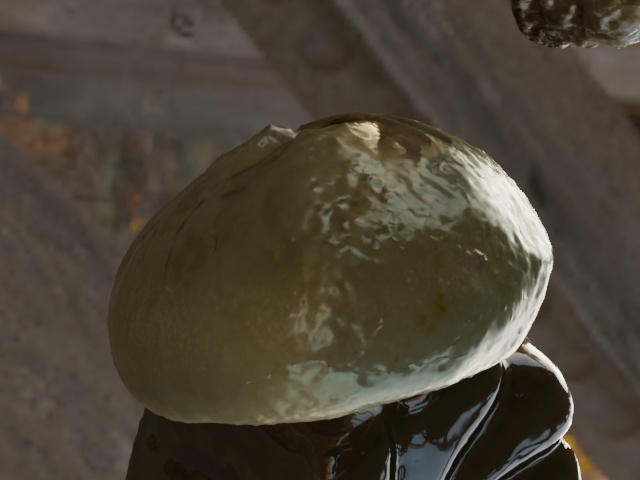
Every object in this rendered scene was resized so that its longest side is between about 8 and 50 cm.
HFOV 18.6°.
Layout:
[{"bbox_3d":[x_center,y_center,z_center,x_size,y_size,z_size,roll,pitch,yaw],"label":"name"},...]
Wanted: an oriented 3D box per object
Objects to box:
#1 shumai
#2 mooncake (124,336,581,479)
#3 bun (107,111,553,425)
[{"bbox_3d":[0.169,-0.164,1.135,0.123,0.105,0.139,-44,171,-28],"label":"shumai"},{"bbox_3d":[0.038,0.211,1.564,0.378,0.200,0.378,-19,121,-35],"label":"mooncake"},{"bbox_3d":[0.000,0.000,0.892,0.222,0.222,0.128,-70,152,-73],"label":"bun"}]
